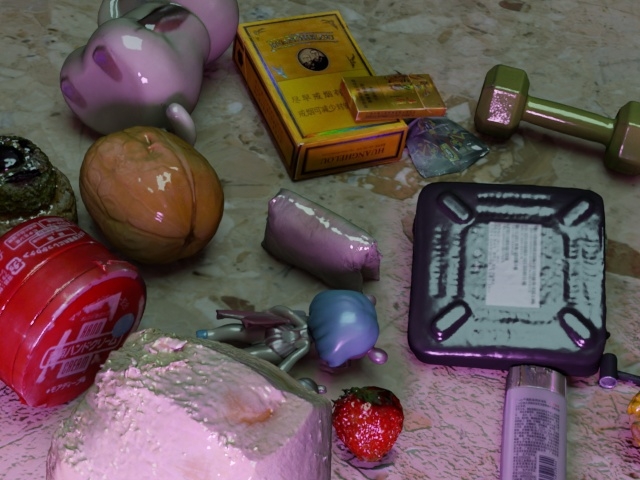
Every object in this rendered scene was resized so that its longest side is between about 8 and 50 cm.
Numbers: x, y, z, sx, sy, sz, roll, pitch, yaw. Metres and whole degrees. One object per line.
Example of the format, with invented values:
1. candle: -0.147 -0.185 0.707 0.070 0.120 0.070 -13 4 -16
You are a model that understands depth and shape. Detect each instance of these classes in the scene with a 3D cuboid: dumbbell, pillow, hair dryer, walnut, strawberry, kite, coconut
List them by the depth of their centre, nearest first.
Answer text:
1. coconut: -0.132 0.269 1.495 0.310 0.297 0.297 28 51 19
2. strawberry: 0.062 0.241 1.682 0.106 0.106 0.106 4 48 -5
3. hair dryer: 0.439 0.192 1.824 0.083 0.026 0.047 15 49 0
4. walnut: -0.245 -0.067 1.844 0.193 0.193 0.226 -32 57 -31
5. pillow: 0.000 0.000 1.857 0.181 0.134 0.078 27 62 15
6. dumbbell: 0.408 -0.198 2.107 0.302 0.121 0.108 17 77 6
7. kite: 0.167 -0.199 2.132 0.141 0.015 0.245 -21 56 -28

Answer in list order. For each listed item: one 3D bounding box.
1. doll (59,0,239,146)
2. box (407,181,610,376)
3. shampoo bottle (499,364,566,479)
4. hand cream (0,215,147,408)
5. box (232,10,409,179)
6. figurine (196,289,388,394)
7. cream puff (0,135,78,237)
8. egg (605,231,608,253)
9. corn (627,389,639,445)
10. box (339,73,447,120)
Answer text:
1. doll: -0.265 -0.308 2.030 0.226 0.215 0.370 27 50 -14
2. box: 0.272 0.048 1.846 0.289 0.073 0.290 4 63 5
3. shampoo bottle: 0.285 0.272 1.706 0.086 0.056 0.227 10 48 -1
4. hand cream: -0.351 0.090 1.657 0.149 0.230 0.230 38 54 19
5. box: -0.006 -0.245 2.097 0.193 0.084 0.301 -11 52 -21
6. figurine: -0.040 0.146 1.737 0.260 0.103 0.205 -7 48 -2
7. cream puff: -0.431 -0.068 1.818 0.183 0.169 0.183 5 47 -6
8. egg: 0.390 -0.009 1.953 0.110 0.085 0.085 43 55 11
9. corn: 0.573 0.202 1.772 0.363 0.120 0.120 -21 55 -25
10. box: 0.116 -0.229 2.036 0.156 0.022 0.089 -4 50 -19
